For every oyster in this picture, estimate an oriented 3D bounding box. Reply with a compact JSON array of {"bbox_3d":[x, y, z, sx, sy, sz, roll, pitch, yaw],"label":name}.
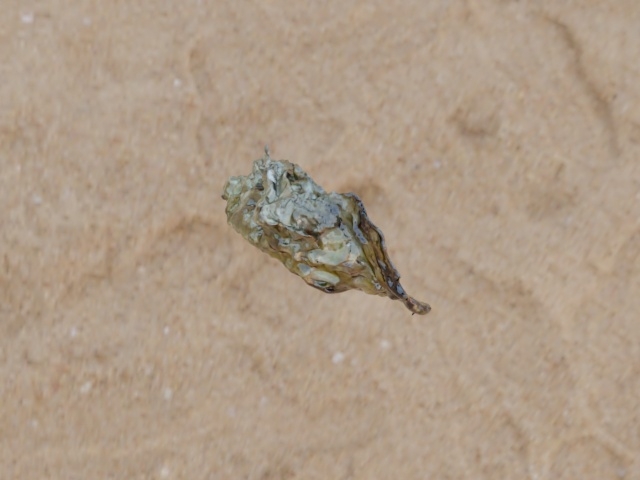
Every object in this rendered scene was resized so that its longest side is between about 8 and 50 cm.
[{"bbox_3d":[-0.004,-0.002,0.956,0.177,0.105,0.056,35,81,36],"label":"oyster"}]
